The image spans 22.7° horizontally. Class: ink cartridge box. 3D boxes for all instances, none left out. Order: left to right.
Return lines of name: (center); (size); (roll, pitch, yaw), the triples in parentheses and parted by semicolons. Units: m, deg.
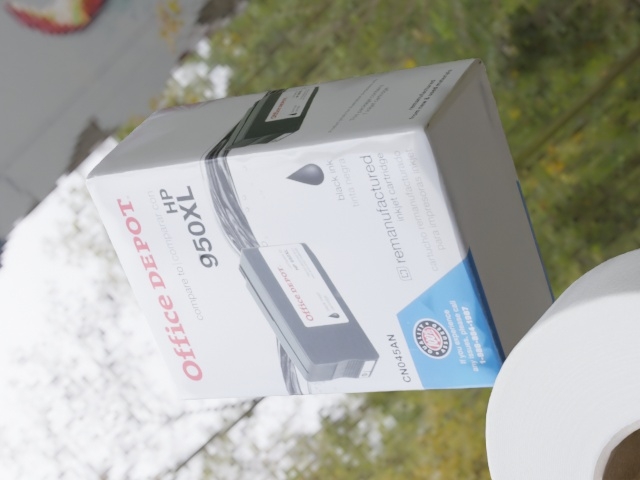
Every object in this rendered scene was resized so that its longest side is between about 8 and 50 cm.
ink cartridge box: (0.000, 0.000, 1.616); (0.166, 0.395, 0.285); (-50, -53, -50)

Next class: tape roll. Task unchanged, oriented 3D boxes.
tape roll: (0.293, 0.181, 1.081); (0.392, 0.392, 0.072); (47, -131, 1)
